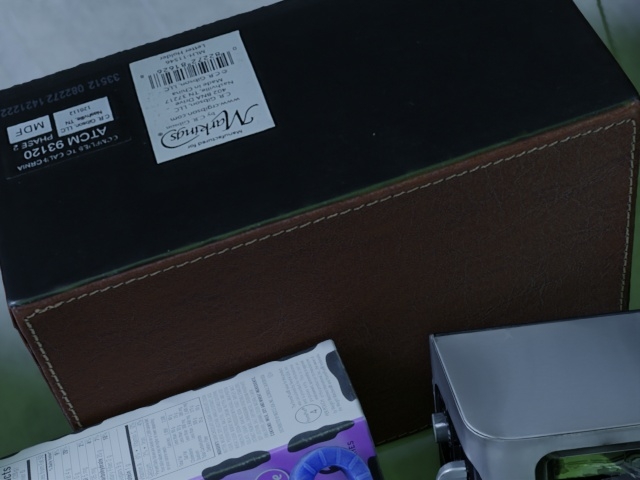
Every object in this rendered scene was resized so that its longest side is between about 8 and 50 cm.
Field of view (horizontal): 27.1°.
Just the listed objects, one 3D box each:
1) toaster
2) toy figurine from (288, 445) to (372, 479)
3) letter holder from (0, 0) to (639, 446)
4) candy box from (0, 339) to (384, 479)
[{"bbox_3d":[0.150,0.128,0.666,0.185,0.110,0.168,-6,117,1],"label":"toaster"},{"bbox_3d":[-0.042,0.193,0.593,0.362,0.191,0.217,11,86,-14],"label":"toy figurine"},{"bbox_3d":[0.000,0.000,0.714,0.301,0.214,0.152,-18,49,-5],"label":"letter holder"},{"bbox_3d":[-0.059,0.161,0.663,0.196,0.070,0.165,-20,123,-4],"label":"candy box"}]
